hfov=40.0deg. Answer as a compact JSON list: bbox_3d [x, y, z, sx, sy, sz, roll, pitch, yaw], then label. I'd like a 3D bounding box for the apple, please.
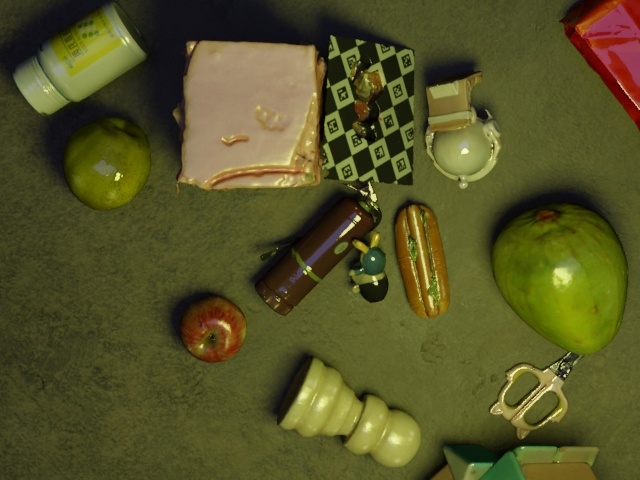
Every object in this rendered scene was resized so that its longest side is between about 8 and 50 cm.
[{"bbox_3d":[-0.230,0.187,1.882,0.146,0.131,0.146,1,109,1],"label":"apple"}]

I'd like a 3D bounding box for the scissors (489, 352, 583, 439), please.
[{"bbox_3d":[0.510,0.291,1.907,0.160,0.024,0.317,43,95,-1],"label":"scissors"}]

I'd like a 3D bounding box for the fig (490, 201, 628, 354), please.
[{"bbox_3d":[0.501,0.083,1.789,0.258,0.258,0.326,-29,110,5],"label":"fig"}]

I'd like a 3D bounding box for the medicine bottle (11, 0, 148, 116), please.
[{"bbox_3d":[-0.502,-0.377,1.839,0.258,0.143,0.143,-32,93,6],"label":"medicine bottle"}]

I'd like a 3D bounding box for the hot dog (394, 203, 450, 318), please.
[{"bbox_3d":[0.217,0.045,1.878,0.100,0.068,0.249,-12,95,3],"label":"hot dog"}]

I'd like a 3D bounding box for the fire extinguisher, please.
[{"bbox_3d":[0.000,0.000,1.861,0.141,0.105,0.341,41,99,-18],"label":"fire extinguisher"}]

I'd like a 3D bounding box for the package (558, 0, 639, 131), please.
[{"bbox_3d":[0.686,-0.348,1.797,0.196,0.123,0.423,-37,91,7],"label":"package"}]

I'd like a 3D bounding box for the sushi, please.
[{"bbox_3d":[0.089,-0.262,1.820,0.264,0.050,0.290,-1,94,-41],"label":"sushi"}]

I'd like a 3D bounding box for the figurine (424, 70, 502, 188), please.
[{"bbox_3d":[0.293,-0.229,1.831,0.162,0.141,0.236,-9,98,32],"label":"figurine"}]

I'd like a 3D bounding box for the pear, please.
[{"bbox_3d":[-0.448,-0.160,1.834,0.198,0.198,0.198,0,95,3],"label":"pear"}]

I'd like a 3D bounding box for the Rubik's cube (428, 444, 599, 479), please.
[{"bbox_3d":[0.416,0.572,1.767,0.387,0.358,0.368,-25,125,4],"label":"Rubik's cube"}]

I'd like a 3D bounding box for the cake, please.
[{"bbox_3d":[-0.130,-0.251,1.750,0.293,0.307,0.314,-1,95,1],"label":"cake"}]

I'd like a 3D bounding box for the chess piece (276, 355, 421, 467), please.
[{"bbox_3d":[0.072,0.385,1.877,0.300,0.167,0.167,28,96,-4],"label":"chess piece"}]

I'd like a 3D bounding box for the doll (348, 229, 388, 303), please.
[{"bbox_3d":[0.102,0.059,1.864,0.102,0.089,0.179,-26,125,-28],"label":"doll"}]
